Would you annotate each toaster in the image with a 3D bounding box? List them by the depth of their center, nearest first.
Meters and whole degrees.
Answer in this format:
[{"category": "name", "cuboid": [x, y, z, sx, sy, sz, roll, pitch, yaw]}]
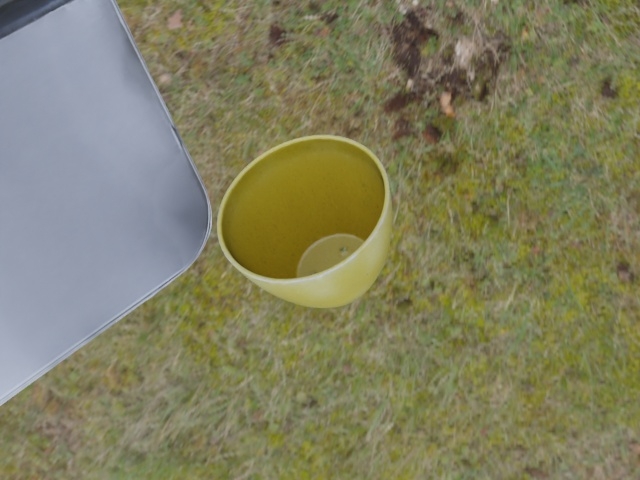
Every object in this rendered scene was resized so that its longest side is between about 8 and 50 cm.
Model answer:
[{"category": "toaster", "cuboid": [-0.148, -0.001, 0.355, 0.168, 0.186, 0.110, -7, 117, 59]}]

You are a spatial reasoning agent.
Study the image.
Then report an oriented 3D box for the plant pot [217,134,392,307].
[{"category": "plant pot", "cuboid": [0.000, 0.000, 0.796, 0.134, 0.134, 0.095, -12, 143, 14]}]
